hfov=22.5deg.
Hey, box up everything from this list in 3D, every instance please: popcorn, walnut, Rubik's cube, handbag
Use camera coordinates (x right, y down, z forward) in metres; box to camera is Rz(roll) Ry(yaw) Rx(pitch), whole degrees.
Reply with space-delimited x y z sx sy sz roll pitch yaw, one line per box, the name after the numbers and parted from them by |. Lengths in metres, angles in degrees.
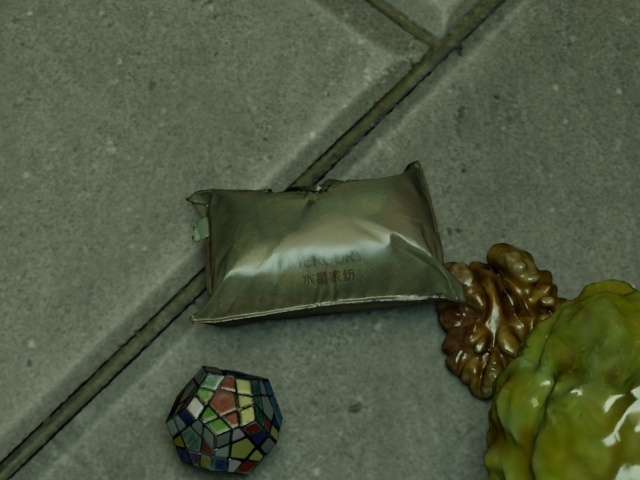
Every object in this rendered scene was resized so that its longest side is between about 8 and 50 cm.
0.287 0.173 1.434 0.279 0.274 0.336 -7 89 12 | popcorn
0.185 0.080 1.595 0.142 0.069 0.170 -22 67 -15 | walnut
-0.090 0.169 1.518 0.093 0.111 0.111 37 63 -14 | Rubik's cube
0.000 0.000 1.606 0.270 0.117 0.183 -6 52 -1 | handbag
